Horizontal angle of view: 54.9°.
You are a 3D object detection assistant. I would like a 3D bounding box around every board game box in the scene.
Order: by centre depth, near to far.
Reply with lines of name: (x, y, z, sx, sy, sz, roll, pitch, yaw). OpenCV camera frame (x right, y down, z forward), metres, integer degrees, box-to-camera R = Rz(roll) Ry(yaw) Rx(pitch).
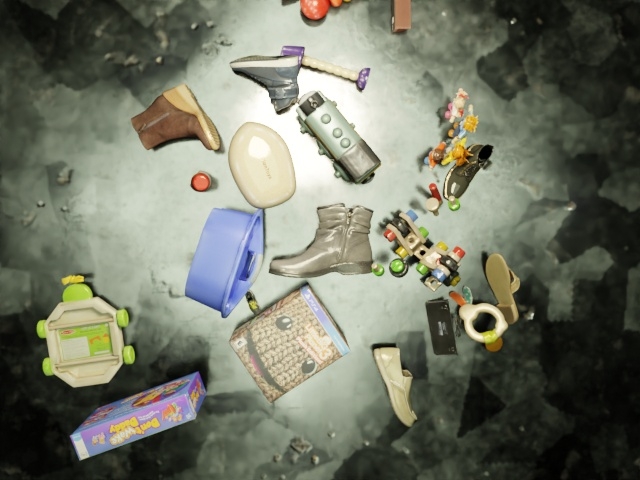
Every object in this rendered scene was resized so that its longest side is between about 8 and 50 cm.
board game box: (-0.533, 0.518, 1.845, 0.347, 0.233, 0.078, -20, 94, -1)
board game box: (-0.094, 0.311, 1.895, 0.291, 0.141, 0.232, -34, 95, 1)

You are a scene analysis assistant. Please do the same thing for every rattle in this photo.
rattle: (0.505, 0.249, 1.976, 0.200, 0.143, 0.130, 40, 100, 31)

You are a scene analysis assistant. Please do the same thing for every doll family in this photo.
doll family: (0.417, -0.318, 1.857, 0.118, 0.163, 0.263, 22, 93, 0)

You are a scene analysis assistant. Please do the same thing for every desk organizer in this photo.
desk organizer: (0.247, -0.707, 1.884, 0.050, 0.047, 0.130, -1, 94, -5)

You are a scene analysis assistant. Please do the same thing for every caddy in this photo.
caddy: (-0.262, 0.058, 1.823, 0.179, 0.241, 0.341, 19, 94, 3)

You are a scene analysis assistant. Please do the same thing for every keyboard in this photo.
keyboard: (0.401, 0.277, 1.958, 0.108, 0.023, 0.180, -8, 96, 30)

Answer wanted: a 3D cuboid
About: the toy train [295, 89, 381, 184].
toy train: (0.052, -0.307, 1.832, 0.142, 0.190, 0.334, -38, 95, 0)

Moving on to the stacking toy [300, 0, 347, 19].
stacking toy: (0.087, -0.773, 1.836, 0.330, 0.141, 0.141, -34, 95, 5)

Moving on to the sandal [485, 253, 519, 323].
sandal: (0.596, 0.142, 1.959, 0.079, 0.088, 0.240, -23, 104, -32)

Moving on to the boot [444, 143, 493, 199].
boot: (0.451, -0.211, 1.883, 0.077, 0.137, 0.197, 25, 94, -4)

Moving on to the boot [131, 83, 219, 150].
boot: (-0.435, -0.327, 1.852, 0.207, 0.090, 0.248, -34, 77, 8)

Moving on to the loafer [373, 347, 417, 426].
loafer: (0.252, 0.457, 1.941, 0.092, 0.102, 0.268, -23, 94, 5)

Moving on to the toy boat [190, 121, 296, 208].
toy boat: (-0.241, -0.213, 1.863, 0.318, 0.148, 0.267, -16, 100, -9)

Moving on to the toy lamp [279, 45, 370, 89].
toy lamp: (0.012, -0.529, 1.871, 0.275, 0.080, 0.080, 16, 93, -3)

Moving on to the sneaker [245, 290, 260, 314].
sneaker: (-0.217, 0.197, 1.934, 0.031, 0.035, 0.083, -28, 95, 0)

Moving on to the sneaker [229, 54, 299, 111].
sneaker: (-0.167, -0.474, 1.862, 0.226, 0.086, 0.163, 8, 122, 23)

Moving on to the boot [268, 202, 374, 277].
boot: (0.000, 0.000, 1.903, 0.338, 0.118, 0.222, -4, 91, -13)

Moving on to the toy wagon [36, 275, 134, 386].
toy wagon: (-0.728, 0.274, 1.902, 0.267, 0.068, 0.344, -8, 94, -2)

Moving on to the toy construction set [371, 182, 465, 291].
toy construction set: (0.342, 0.012, 1.894, 0.257, 0.237, 0.308, 13, 75, 26)
